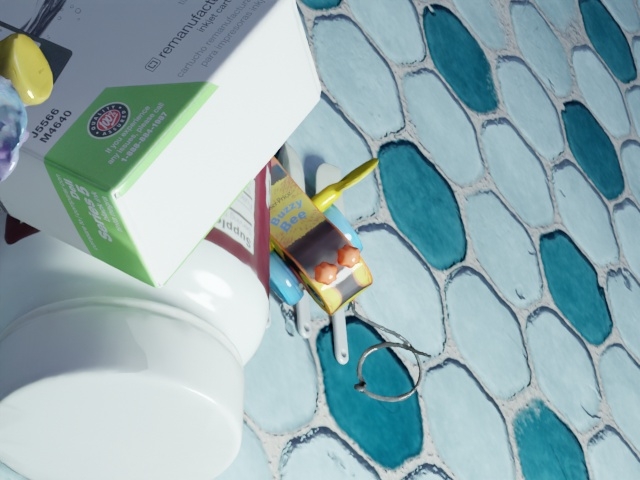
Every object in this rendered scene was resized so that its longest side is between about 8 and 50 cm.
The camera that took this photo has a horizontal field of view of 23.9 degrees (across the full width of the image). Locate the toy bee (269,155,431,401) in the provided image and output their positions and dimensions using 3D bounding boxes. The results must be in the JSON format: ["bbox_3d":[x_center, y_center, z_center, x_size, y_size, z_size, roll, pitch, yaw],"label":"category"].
[{"bbox_3d":[0.000,0.000,1.420,0.298,0.195,0.162,30,-11,5],"label":"toy bee"}]

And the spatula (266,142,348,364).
[{"bbox_3d":[-0.029,0.001,1.569,0.168,0.019,0.242,28,49,-44],"label":"spatula"}]

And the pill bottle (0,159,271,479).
[{"bbox_3d":[-0.150,-0.012,1.205,0.224,0.224,0.392,34,42,-37],"label":"pill bottle"}]

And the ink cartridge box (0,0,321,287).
[{"bbox_3d":[-0.170,-0.115,1.070,0.198,0.273,0.115,-52,149,-24],"label":"ink cartridge box"}]

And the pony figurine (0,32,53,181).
[{"bbox_3d":[-0.358,-0.082,0.909,0.303,0.363,0.351,-74,144,-57],"label":"pony figurine"}]
